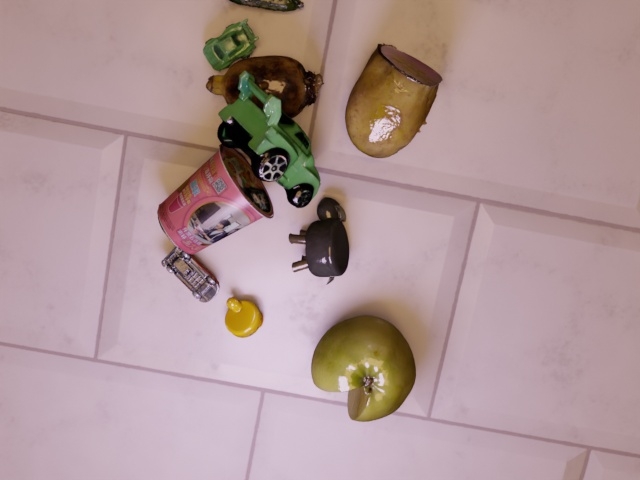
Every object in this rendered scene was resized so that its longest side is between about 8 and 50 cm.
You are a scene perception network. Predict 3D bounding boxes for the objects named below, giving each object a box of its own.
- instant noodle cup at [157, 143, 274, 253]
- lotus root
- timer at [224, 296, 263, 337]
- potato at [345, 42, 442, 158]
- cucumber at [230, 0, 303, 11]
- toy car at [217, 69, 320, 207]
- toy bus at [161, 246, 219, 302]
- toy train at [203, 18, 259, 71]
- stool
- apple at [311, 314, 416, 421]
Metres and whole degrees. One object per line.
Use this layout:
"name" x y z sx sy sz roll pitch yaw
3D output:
"instant noodle cup" -0.289 -0.094 1.859 0.255 0.244 0.244 -32 99 13
"lotus root" -0.146 -0.398 1.833 0.313 0.141 0.170 -1 102 0
"timer" -0.221 0.216 1.963 0.107 0.109 0.107 -9 61 17
"potato" 0.175 -0.346 1.830 0.229 0.229 0.266 29 114 -5
"cucumber" -0.155 -0.640 1.830 0.227 0.069 0.069 10 100 -6
"toy car" -0.116 -0.240 1.761 0.176 0.213 0.358 -47 142 3
"toy bus" -0.356 0.091 1.954 0.079 0.077 0.174 -43 98 7
"toy train" -0.237 -0.516 1.842 0.149 0.081 0.099 -31 100 5
"stool" 0.003 0.004 1.922 0.139 0.228 0.153 -3 144 20
"apple" 0.119 0.354 1.919 0.291 0.254 0.292 -1 98 -5
